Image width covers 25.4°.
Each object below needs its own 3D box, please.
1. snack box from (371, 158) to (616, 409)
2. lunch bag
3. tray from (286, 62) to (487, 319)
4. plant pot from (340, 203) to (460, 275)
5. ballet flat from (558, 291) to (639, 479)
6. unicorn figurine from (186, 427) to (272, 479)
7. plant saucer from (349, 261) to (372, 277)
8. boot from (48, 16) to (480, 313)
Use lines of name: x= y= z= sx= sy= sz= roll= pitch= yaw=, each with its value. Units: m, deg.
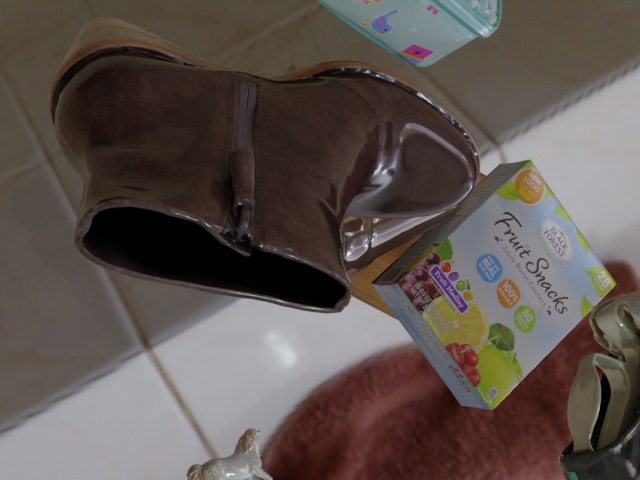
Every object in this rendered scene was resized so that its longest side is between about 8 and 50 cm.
snack box: x=0.185 y=0.045 z=1.493 sx=0.207 sy=0.070 sz=0.174 roll=-43 pitch=105 yaw=-20
lunch bag: x=0.063 y=-0.307 z=1.276 sx=0.108 sy=0.279 sz=0.224 roll=-26 pitch=148 yaw=31
tray: x=0.085 y=-0.024 z=1.726 sx=0.411 sy=0.076 sz=0.203 roll=28 pitch=109 yaw=-22
plant pot: x=0.037 y=-0.050 z=1.357 sx=0.165 sy=0.167 sz=0.167 roll=-20 pitch=130 yaw=-30
ballet flat: x=0.269 y=0.107 z=1.200 sx=0.096 sy=0.280 sz=0.095 roll=43 pitch=139 yaw=-17
unicorn figurine: x=-0.111 y=0.312 z=1.910 sx=0.162 sy=0.111 sz=0.060 roll=-3 pitch=157 yaw=-47
plant saucer: x=0.000 y=0.000 z=1.488 sx=0.168 sy=0.168 sz=0.029 roll=-26 pitch=125 yaw=-9
boot: x=-0.011 y=-0.020 z=0.687 sx=0.248 sy=0.207 sz=0.090 roll=15 pitch=117 yaw=-22
